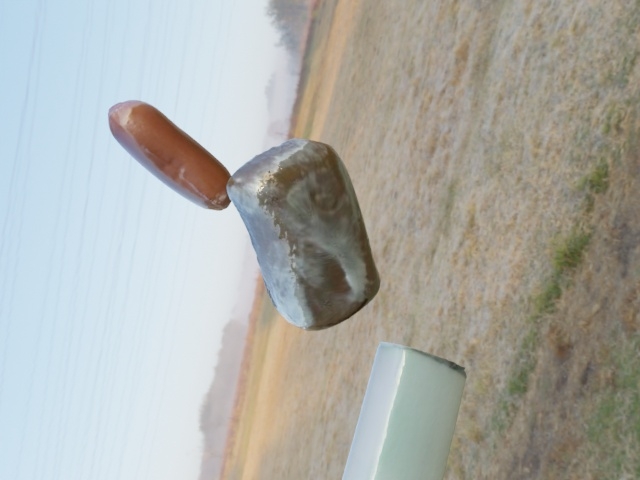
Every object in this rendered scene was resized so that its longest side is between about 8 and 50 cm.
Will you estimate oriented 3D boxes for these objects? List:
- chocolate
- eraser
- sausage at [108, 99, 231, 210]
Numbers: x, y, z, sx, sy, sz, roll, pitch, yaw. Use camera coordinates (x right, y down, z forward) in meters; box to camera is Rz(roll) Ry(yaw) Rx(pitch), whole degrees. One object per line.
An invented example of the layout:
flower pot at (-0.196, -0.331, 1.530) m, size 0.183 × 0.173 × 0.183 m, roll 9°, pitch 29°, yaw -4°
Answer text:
chocolate at (-0.001, 0.001, 0.711) m, size 0.080 × 0.157 × 0.254 m, roll 24°, pitch 139°, yaw 56°
eraser at (0.133, 0.321, 0.896) m, size 0.104 × 0.189 × 0.290 m, roll 2°, pitch 67°, yaw 44°
sausage at (-0.188, -0.107, 0.732) m, size 0.077 × 0.194 × 0.077 m, roll -34°, pitch 34°, yaw 27°
